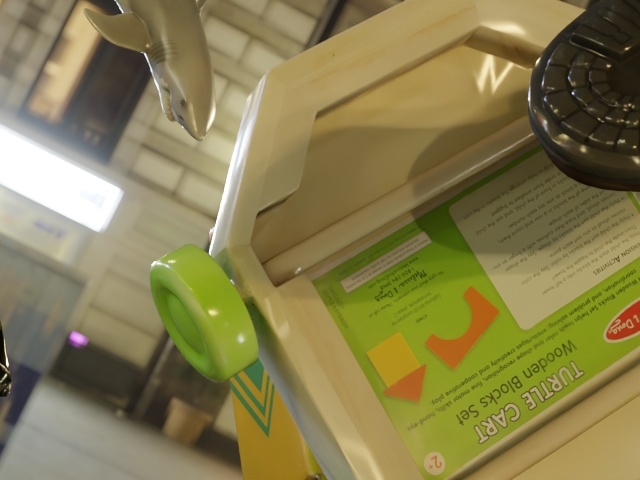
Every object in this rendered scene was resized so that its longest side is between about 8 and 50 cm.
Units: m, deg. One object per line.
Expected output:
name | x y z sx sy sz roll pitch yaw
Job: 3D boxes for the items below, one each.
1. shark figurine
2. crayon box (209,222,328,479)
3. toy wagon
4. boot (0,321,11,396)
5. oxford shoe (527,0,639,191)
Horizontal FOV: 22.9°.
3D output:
shark figurine | -0.149 -0.236 1.350 0.278 0.116 0.166 53 20 -18
crayon box | 0.043 0.109 1.066 0.202 0.081 0.318 18 40 -27
toy wagon | 0.101 0.059 0.678 0.344 0.267 0.068 60 -20 3
boot | -0.268 0.104 0.864 0.246 0.207 0.094 81 -8 -48
oxford shoe | 0.163 -0.046 0.518 0.096 0.227 0.083 109 -38 -53
